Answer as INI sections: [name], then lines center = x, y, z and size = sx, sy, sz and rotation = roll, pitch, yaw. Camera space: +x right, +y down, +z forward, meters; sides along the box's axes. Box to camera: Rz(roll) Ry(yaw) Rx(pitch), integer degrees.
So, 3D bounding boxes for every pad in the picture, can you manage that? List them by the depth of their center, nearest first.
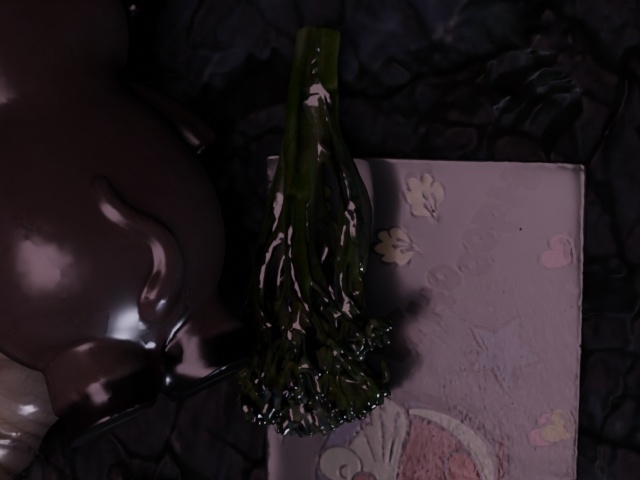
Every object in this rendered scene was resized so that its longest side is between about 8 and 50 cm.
[pad]
center = 0.048, 0.080, 0.795
size = 0.170, 0.006, 0.246
rotation = 3, 99, 19

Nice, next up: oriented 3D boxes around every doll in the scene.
[doll]
center = -0.127, -0.036, 0.753
size = 0.257, 0.182, 0.117
rotation = 58, 145, 15

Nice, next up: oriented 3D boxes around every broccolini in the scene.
[broccolini]
center = -0.013, -0.002, 0.767
size = 0.091, 0.068, 0.203
rotation = -2, 97, 39

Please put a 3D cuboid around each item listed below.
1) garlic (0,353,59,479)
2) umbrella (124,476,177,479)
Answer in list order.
[garlic]
center = -0.197, 0.056, 0.823
size = 0.147, 0.102, 0.159
rotation = -16, 81, 6
[umbrella]
center = -0.091, 0.192, 0.843
size = 0.036, 0.031, 0.133
rotation = 3, 99, 20
